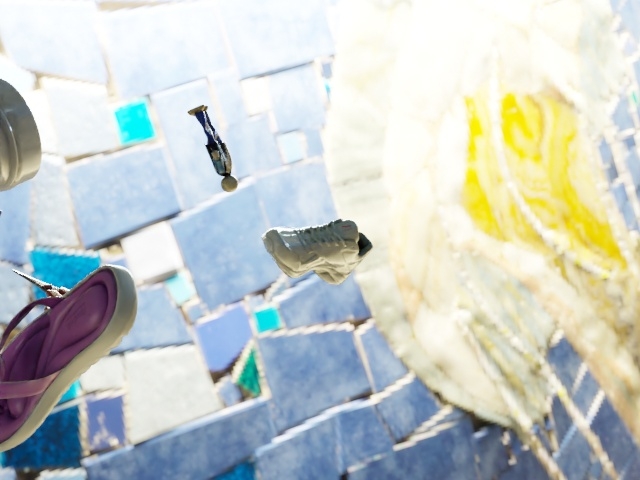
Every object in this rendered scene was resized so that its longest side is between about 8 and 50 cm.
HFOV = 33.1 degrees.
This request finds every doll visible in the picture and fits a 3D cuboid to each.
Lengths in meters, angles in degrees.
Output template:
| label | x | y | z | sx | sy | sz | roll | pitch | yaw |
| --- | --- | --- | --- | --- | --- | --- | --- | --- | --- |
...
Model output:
| label | x | y | z | sx | sy | sz | roll | pitch | yaw |
| --- | --- | --- | --- | --- | --- | --- | --- | --- | --- |
| doll | -0.217 | -0.190 | 2.255 | 0.046 | 0.188 | 0.129 | -23 | 1 | 8 |

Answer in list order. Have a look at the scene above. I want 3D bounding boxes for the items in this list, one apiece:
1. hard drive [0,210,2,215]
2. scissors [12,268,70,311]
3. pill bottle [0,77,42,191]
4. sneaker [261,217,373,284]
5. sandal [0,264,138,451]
| label | x | y | z | sx | sy | sz | roll | pitch | yaw |
| --- | --- | --- | --- | --- | --- | --- | --- | --- | --- |
| hard drive | -0.732 | 0.021 | 2.028 | 0.054 | 0.254 | 0.172 | 28 | -1 | 44 |
| scissors | -0.488 | 0.095 | 1.998 | 0.109 | 0.021 | 0.297 | -8 | 18 | -28 |
| pill bottle | -0.614 | -0.101 | 1.534 | 0.229 | 0.229 | 0.408 | -7 | 16 | 44 |
| sneaker | 0.000 | 0.000 | 1.710 | 0.115 | 0.090 | 0.232 | -40 | -25 | 23 |
| sandal | -0.428 | 0.163 | 1.604 | 0.102 | 0.169 | 0.416 | 23 | -56 | -41 |
